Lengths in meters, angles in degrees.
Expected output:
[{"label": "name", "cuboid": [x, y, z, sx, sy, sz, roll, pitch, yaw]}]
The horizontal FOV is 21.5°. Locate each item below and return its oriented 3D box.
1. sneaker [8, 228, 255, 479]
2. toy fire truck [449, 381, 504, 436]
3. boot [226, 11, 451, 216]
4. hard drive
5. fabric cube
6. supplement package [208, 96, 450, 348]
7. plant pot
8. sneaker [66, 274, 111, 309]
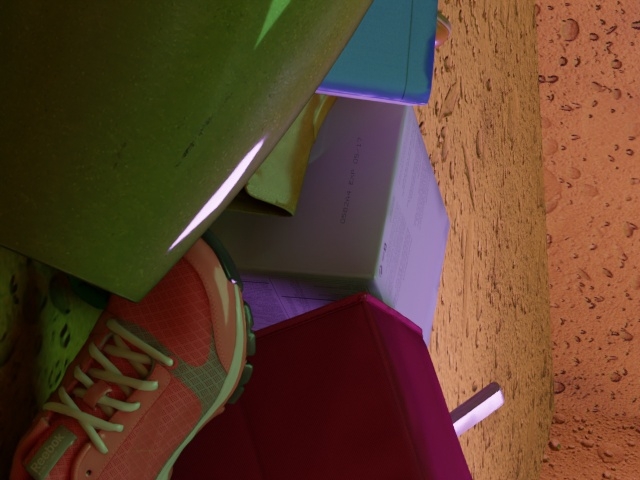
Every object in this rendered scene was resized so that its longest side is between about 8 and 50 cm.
[{"label": "sneaker", "cuboid": [-0.149, 0.132, 1.227, 0.136, 0.116, 0.314, -17, 134, -59]}, {"label": "toy fire truck", "cuboid": [0.086, 0.231, 1.941, 0.217, 0.246, 0.158, 30, 67, -72]}, {"label": "boot", "cuboid": [-0.017, -0.123, 1.500, 0.104, 0.295, 0.211, -20, -113, 61]}, {"label": "hard drive", "cuboid": [-0.034, -0.234, 1.398, 0.318, 0.040, 0.210, 4, 90, -36]}, {"label": "fabric cube", "cuboid": [-0.011, 0.221, 1.451, 0.254, 0.259, 0.258, 31, 39, -72]}, {"label": "supplement package", "cuboid": [0.000, 0.000, 1.654, 0.263, 0.198, 0.199, 65, 33, -60]}, {"label": "plant pot", "cuboid": [-0.127, -0.118, 1.135, 0.293, 0.275, 0.275, -67, 162, -5]}, {"label": "sneaker", "cuboid": [-0.151, 0.016, 1.357, 0.123, 0.109, 0.295, -49, 149, -26]}]
